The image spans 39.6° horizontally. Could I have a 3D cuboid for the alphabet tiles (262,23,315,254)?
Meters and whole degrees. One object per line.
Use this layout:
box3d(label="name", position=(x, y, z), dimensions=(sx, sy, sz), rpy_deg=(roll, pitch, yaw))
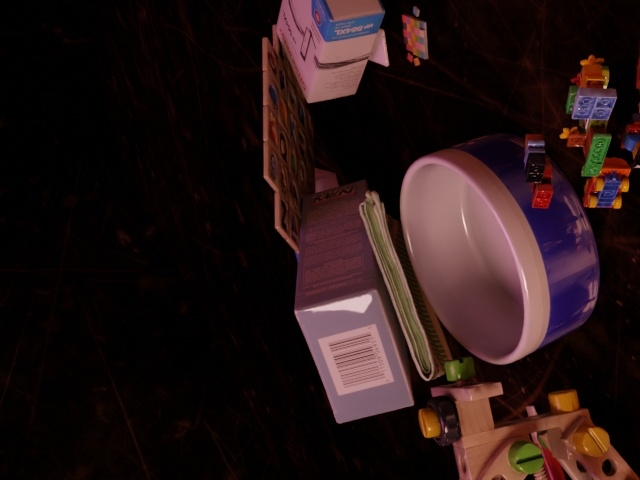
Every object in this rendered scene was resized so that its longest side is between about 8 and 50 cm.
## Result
box3d(label="alphabet tiles", position=(-0.048, -0.153, 1.419), dimensions=(0.285, 0.011, 0.342), rpy_deg=(52, -145, -67))

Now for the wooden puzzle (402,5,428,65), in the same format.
box3d(label="wooden puzzle", position=(0.123, -0.265, 1.157), dimensions=(0.049, 0.006, 0.083), rpy_deg=(43, 148, 52))

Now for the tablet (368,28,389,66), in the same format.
box3d(label="tablet", position=(0.073, -0.283, 1.275), dimensions=(0.083, 0.006, 0.054), rpy_deg=(37, 144, 55))

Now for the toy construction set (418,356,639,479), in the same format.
box3d(label="toy construction set", position=(0.246, 0.242, 1.081), dimensions=(0.309, 0.258, 0.237), rpy_deg=(19, -128, -76))

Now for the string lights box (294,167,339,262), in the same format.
box3d(label="string lights box", position=(0.000, 0.000, 1.659), dimensions=(0.133, 0.077, 0.259), rpy_deg=(26, 134, 63))

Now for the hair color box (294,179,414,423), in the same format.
box3d(label="hair color box", position=(0.047, 0.072, 1.297), dimensions=(0.374, 0.114, 0.185), rpy_deg=(-87, -20, -65))

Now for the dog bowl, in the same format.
box3d(label="dog bowl", position=(0.208, 0.008, 1.070), dimensions=(0.265, 0.104, 0.264), rpy_deg=(54, 157, 37))

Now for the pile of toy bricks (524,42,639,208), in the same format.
box3d(label="pile of toy bricks", position=(0.256, -0.120, 0.839), dimensions=(0.212, 0.118, 0.105), rpy_deg=(85, -171, -60))

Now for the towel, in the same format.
box3d(label="towel", position=(0.126, 0.071, 1.232), dimensions=(0.325, 0.038, 0.247), rpy_deg=(36, -146, -76))

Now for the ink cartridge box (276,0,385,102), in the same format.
box3d(label="ink cartridge box", position=(0.009, -0.315, 1.276), dimensions=(0.203, 0.086, 0.148), rpy_deg=(113, 138, -63))
